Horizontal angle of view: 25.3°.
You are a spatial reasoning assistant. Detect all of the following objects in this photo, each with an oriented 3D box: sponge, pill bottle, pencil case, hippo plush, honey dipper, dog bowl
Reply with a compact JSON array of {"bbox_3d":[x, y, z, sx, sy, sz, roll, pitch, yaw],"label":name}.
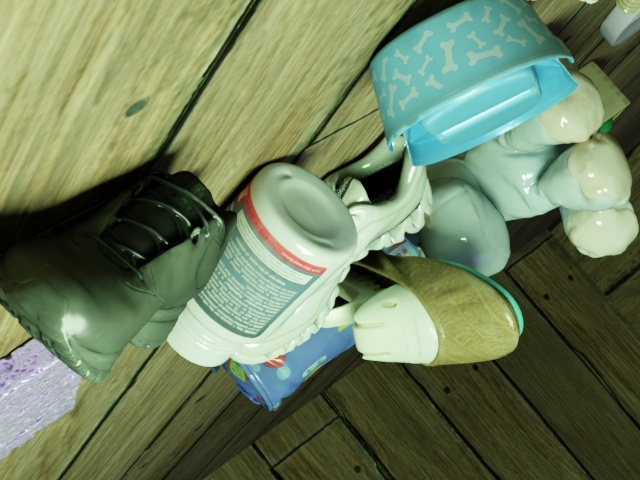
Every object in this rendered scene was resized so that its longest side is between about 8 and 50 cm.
[{"bbox_3d":[-0.258,0.138,1.224,0.117,0.031,0.210,-36,170,-25],"label":"sponge"},{"bbox_3d":[-0.062,0.027,1.239,0.180,0.108,0.108,-45,169,31],"label":"pill bottle"},{"bbox_3d":[0.008,0.090,1.765,0.306,0.119,0.133,-37,153,-18],"label":"pencil case"},{"bbox_3d":[0.187,-0.085,1.573,0.236,0.234,0.294,-22,-147,-1],"label":"hippo plush"},{"bbox_3d":[0.377,-0.310,1.616,0.030,0.030,0.161,-36,169,-21],"label":"honey dipper"},{"bbox_3d":[0.129,-0.138,1.222,0.166,0.074,0.297,-26,172,10],"label":"dog bowl"}]

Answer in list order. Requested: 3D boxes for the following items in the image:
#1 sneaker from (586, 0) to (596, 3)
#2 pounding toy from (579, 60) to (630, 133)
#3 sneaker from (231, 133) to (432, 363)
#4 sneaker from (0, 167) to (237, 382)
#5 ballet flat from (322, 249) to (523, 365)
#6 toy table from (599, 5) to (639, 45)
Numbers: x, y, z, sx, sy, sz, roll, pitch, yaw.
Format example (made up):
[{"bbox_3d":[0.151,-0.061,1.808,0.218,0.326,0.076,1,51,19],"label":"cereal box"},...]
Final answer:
[{"bbox_3d":[0.204,-0.224,1.216,0.134,0.070,0.051,-36,172,-16],"label":"sneaker"},{"bbox_3d":[0.313,-0.129,2.015,0.181,0.094,0.206,-34,169,-32],"label":"pounding toy"},{"bbox_3d":[0.000,0.000,1.411,0.292,0.110,0.118,-45,165,-21],"label":"sneaker"},{"bbox_3d":[-0.131,0.008,0.955,0.130,0.109,0.286,-48,179,9],"label":"sneaker"},{"bbox_3d":[0.060,0.065,1.490,0.124,0.116,0.342,-23,-152,-27],"label":"ballet flat"},{"bbox_3d":[0.491,-0.292,1.749,0.252,0.161,0.274,-30,168,-44],"label":"toy table"}]
